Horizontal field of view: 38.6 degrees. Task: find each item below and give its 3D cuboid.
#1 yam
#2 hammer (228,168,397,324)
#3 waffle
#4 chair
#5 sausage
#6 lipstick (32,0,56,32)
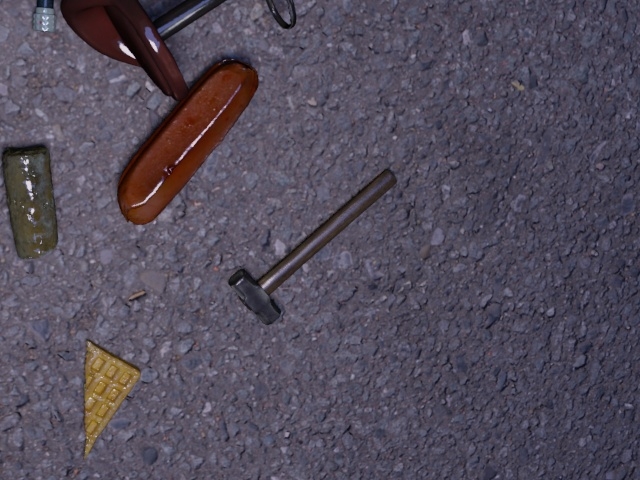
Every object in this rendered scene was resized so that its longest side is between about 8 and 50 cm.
[{"bbox_3d":[-0.467,-0.063,1.477,0.078,0.078,0.179,-9,107,-17],"label":"yam"},{"bbox_3d":[0.000,0.000,1.680,0.365,0.043,0.111,-41,114,-6],"label":"hammer"},{"bbox_3d":[-0.415,0.282,1.613,0.125,0.032,0.191,36,90,-26],"label":"waffle"},{"bbox_3d":[-0.176,-0.375,1.415,0.401,0.226,0.226,-34,113,-7],"label":"chair"},{"bbox_3d":[-0.225,-0.167,1.523,0.102,0.102,0.330,40,88,-24],"label":"sausage"},{"bbox_3d":[-0.428,-0.384,1.425,0.037,0.037,0.116,3,99,-20],"label":"lipstick"}]
